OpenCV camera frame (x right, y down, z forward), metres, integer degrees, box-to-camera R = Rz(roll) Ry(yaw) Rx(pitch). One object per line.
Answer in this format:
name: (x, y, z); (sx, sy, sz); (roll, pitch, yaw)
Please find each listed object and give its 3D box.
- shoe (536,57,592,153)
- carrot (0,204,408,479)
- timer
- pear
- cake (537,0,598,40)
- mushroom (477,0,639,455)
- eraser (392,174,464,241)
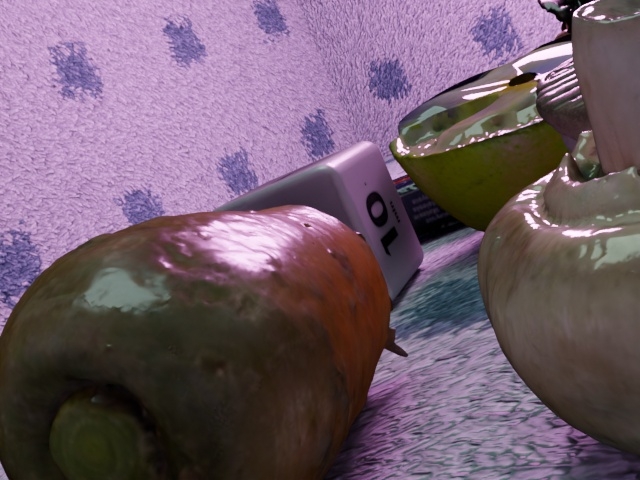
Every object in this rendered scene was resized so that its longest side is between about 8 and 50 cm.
shoe: (0.323, -0.092, 0.684); (0.172, 0.198, 0.351); (-20, 5, 44)
carrot: (-0.071, 0.083, 0.614); (0.224, 0.224, 0.341); (-21, 4, 22)
timer: (0.000, 0.000, 1.105); (0.194, 0.192, 0.195); (-21, 7, 23)
pear: (0.301, -0.135, 1.103); (0.399, 0.165, 0.399); (-24, 17, 8)
cake: (0.500, -0.339, 1.475); (0.333, 0.321, 0.332); (-22, 7, 3)
mushroom: (0.190, -0.017, 0.445); (0.260, 0.234, 0.254); (-17, 13, 43)
eraser: (0.223, -0.082, 1.351); (0.332, 0.101, 0.155); (-22, 9, 16)
